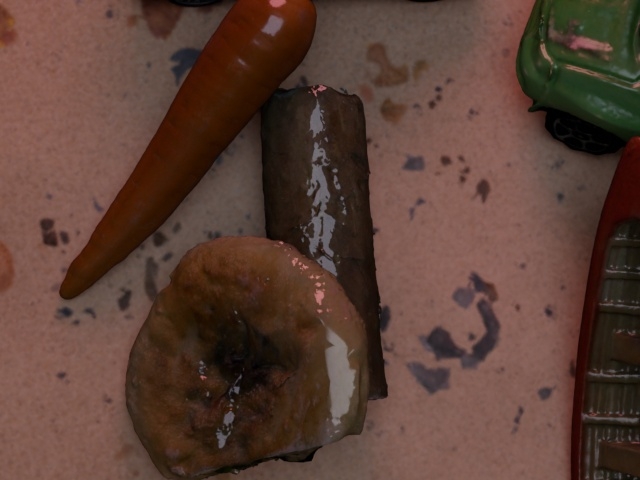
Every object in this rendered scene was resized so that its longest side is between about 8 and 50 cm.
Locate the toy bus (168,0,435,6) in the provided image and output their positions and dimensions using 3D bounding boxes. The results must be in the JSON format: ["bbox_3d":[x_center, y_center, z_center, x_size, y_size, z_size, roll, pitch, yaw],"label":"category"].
[{"bbox_3d":[-0.006,-0.264,1.391,0.292,0.133,0.126,-2,81,-6],"label":"toy bus"}]

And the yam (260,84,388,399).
[{"bbox_3d":[0.000,0.000,1.373,0.093,0.093,0.259,-2,82,-6],"label":"yam"}]

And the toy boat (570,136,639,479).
[{"bbox_3d":[0.258,0.116,1.350,0.079,0.136,0.392,-1,97,-37],"label":"toy boat"}]

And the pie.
[{"bbox_3d":[-0.061,0.087,1.323,0.218,0.052,0.185,-22,70,33],"label":"pie"}]

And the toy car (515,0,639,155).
[{"bbox_3d":[0.347,-0.139,1.388,0.358,0.176,0.213,24,79,-1],"label":"toy car"}]

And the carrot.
[{"bbox_3d":[-0.098,-0.081,1.358,0.069,0.069,0.336,37,98,0],"label":"carrot"}]
